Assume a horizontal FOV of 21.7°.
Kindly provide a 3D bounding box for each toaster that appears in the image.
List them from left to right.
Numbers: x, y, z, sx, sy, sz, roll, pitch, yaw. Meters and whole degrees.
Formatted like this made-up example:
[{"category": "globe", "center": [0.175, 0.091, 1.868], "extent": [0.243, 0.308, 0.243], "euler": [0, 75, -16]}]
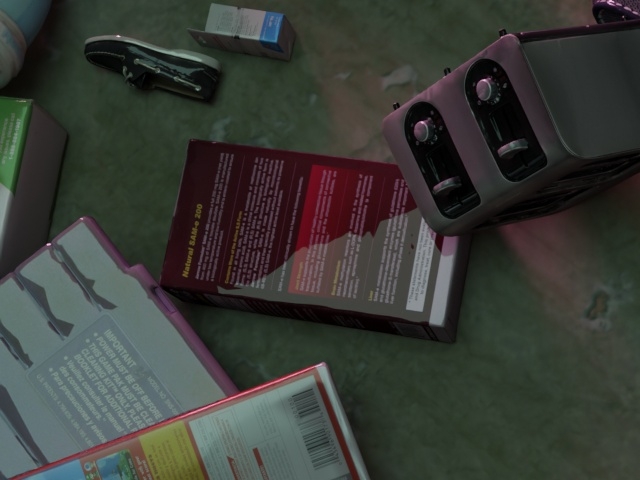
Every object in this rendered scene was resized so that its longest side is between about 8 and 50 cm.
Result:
[{"category": "toaster", "center": [0.167, -0.087, 1.261], "extent": [0.168, 0.185, 0.110], "euler": [-31, 75, 49]}]

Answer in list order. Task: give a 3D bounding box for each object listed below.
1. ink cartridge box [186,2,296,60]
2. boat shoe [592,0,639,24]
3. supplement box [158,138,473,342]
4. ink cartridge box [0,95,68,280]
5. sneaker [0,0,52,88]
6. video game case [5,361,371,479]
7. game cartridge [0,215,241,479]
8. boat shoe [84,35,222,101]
[{"category": "ink cartridge box", "center": [-0.068, -0.180, 1.434], "extent": [0.083, 0.048, 0.028], "euler": [11, 79, 14]}, {"category": "boat shoe", "center": [0.308, -0.071, 1.280], "extent": [0.340, 0.127, 0.158], "euler": [41, 82, 18]}, {"category": "supplement box", "center": [0.000, 0.000, 1.363], "extent": [0.239, 0.073, 0.130], "euler": [9, 78, 14]}, {"category": "ink cartridge box", "center": [-0.348, -0.045, 1.441], "extent": [0.219, 0.092, 0.160], "euler": [7, 78, 15]}, {"category": "sneaker", "center": [-0.397, -0.240, 1.500], "extent": [0.365, 0.135, 0.150], "euler": [18, 58, 17]}, {"category": "video game case", "center": [-0.093, 0.236, 1.270], "extent": [0.285, 0.025, 0.204], "euler": [-20, 87, 0]}, {"category": "game cartridge", "center": [-0.159, 0.183, 1.315], "extent": [0.230, 0.068, 0.355], "euler": [-37, 86, -5]}, {"category": "boat shoe", "center": [-0.149, -0.148, 1.448], "extent": [0.125, 0.046, 0.038], "euler": [12, 75, 7]}]
